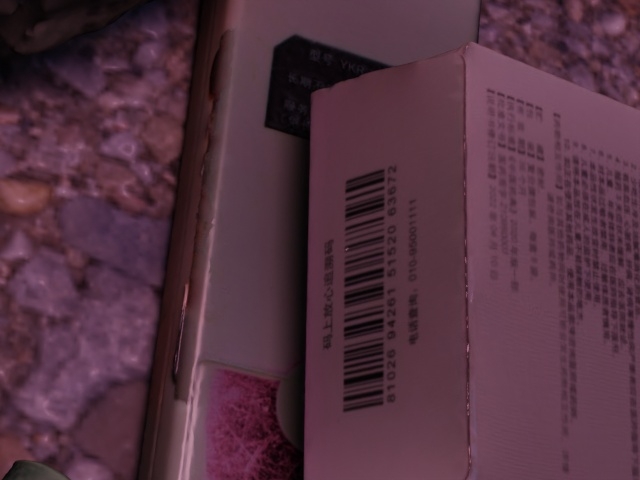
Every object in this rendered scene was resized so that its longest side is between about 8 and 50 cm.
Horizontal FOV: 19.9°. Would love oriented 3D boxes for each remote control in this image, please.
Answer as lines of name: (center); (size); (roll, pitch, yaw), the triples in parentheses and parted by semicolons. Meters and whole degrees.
remote control: (0.000, 0.000, 0.862); (0.145, 0.050, 0.344); (16, 68, -24)

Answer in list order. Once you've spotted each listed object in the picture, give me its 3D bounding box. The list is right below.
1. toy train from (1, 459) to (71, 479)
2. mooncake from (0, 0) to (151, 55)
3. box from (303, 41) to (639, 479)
toy train: (-0.132, 0.193, 0.706); (0.163, 0.112, 0.203); (45, 61, -18)
mooncake: (-0.102, -0.237, 0.806); (0.254, 0.136, 0.250); (-32, 80, -31)
box: (0.131, 0.049, 0.848); (0.299, 0.106, 0.200); (16, 68, -42)
